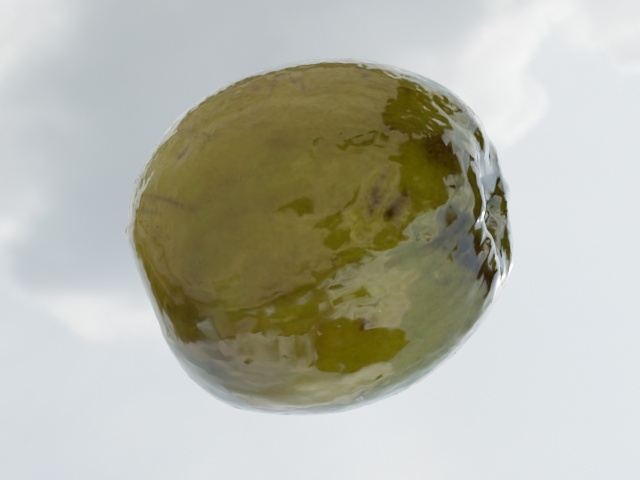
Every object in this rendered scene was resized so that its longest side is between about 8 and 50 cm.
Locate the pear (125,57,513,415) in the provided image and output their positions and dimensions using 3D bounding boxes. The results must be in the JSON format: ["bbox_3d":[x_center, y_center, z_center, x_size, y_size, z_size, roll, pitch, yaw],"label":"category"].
[{"bbox_3d":[0.000,0.000,0.794,0.162,0.149,0.149,-17,-137,6],"label":"pear"}]
